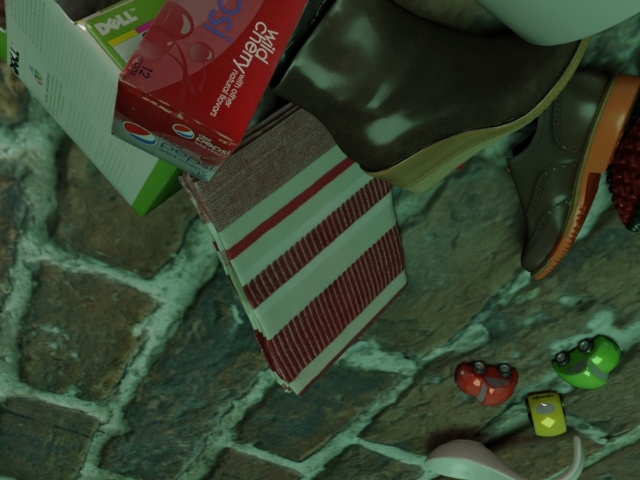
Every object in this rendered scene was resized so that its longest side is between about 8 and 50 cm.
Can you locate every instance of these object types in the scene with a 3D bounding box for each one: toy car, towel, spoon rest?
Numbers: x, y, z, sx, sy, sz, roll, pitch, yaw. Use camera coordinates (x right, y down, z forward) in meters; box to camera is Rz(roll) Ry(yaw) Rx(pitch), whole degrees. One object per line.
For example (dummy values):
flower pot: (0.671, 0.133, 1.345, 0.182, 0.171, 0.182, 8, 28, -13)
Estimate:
toy car: (0.364, 0.227, 0.845, 0.239, 0.053, 0.225, 32, 126, -20)
towel: (0.000, 0.000, 0.608, 0.037, 0.237, 0.328, 24, 144, 41)
spoon rest: (0.321, 0.400, 0.955, 0.277, 0.084, 0.137, -15, 137, 26)

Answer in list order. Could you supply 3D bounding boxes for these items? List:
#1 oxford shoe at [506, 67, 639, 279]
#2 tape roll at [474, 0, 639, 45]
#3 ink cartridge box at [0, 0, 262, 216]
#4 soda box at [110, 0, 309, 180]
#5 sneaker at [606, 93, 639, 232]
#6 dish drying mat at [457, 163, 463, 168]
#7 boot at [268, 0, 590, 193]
oxford shoe: (0.258, -0.068, 0.605, 0.098, 0.097, 0.271, 23, 137, 23)
tape roll: (0.151, -0.271, 0.325, 0.169, 0.246, 0.246, 26, 127, -19)
ink cartridge box: (-0.200, -0.169, 0.504, 0.255, 0.097, 0.189, 51, 148, -7)
soda box: (-0.058, -0.181, 0.409, 0.084, 0.263, 0.092, 27, 159, -17)
sneaker: (0.380, -0.112, 0.531, 0.125, 0.104, 0.261, 1, 130, 2)
dish drying mat: (0.145, -0.116, 0.611, 0.032, 0.008, 0.083, -5, 129, 8)
boot: (0.103, -0.166, 0.480, 0.207, 0.090, 0.248, 33, 112, -34)
